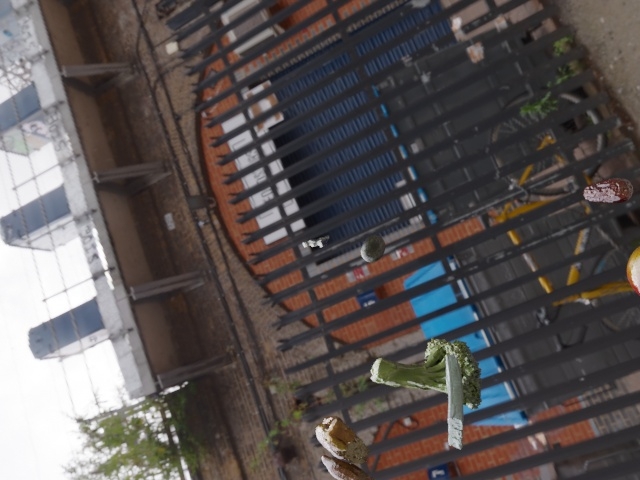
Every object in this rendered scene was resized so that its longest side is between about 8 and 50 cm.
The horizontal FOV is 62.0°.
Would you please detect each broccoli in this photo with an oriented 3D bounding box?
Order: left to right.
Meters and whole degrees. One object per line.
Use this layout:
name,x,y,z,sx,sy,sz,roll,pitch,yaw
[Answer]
broccoli,0.410,0.496,2.029,0.353,0.396,0.275,45,-134,-64

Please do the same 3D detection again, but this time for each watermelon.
watermelon,0.174,0.026,1.742,0.078,0.078,0.111,60,-141,-19

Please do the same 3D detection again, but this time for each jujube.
jujube,0.837,-0.143,1.554,0.077,0.129,0.077,0,-90,-42

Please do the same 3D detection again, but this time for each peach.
peach,1.040,0.104,1.628,0.197,0.197,0.197,58,-164,-27

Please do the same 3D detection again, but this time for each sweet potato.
sweet potato,0.123,0.788,1.772,0.066,0.314,0.072,-5,-74,-55

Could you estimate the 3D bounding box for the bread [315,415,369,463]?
bread,0.078,0.713,1.886,0.185,0.109,0.380,43,164,9

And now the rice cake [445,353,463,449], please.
rice cake,0.356,0.421,1.412,0.237,0.043,0.127,-73,-21,-54

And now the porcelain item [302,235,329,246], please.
porcelain item,0.000,0.000,1.840,0.136,0.075,0.021,-1,113,59
